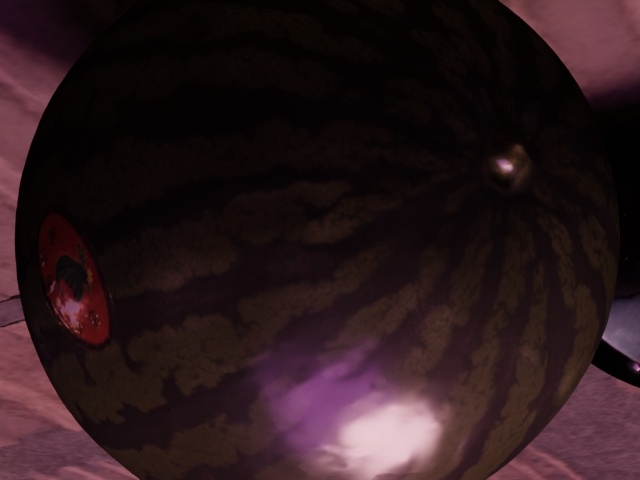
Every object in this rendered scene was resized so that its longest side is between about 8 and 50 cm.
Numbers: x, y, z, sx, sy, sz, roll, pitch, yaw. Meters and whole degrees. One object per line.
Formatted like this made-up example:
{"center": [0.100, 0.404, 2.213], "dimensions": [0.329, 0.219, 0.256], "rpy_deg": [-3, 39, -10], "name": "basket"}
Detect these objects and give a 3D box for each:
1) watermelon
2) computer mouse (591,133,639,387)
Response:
{"center": [0.000, 0.000, 0.653], "dimensions": [0.212, 0.212, 0.212], "rpy_deg": [-5, 157, -2], "name": "watermelon"}
{"center": [0.208, 0.002, 0.816], "dimensions": [0.233, 0.137, 0.096], "rpy_deg": [1, 137, -12], "name": "computer mouse"}
